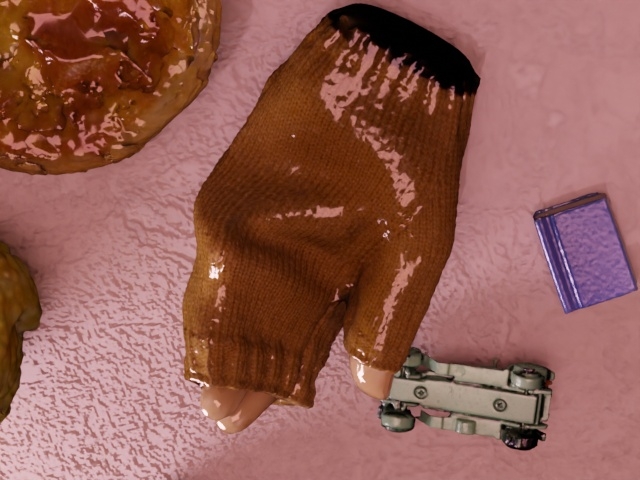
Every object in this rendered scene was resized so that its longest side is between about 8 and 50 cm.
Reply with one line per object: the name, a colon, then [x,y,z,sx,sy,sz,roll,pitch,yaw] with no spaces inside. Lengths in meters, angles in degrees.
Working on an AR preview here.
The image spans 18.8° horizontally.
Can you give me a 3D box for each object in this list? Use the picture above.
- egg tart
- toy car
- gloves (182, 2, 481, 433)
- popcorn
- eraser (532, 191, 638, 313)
egg tart: [-0.212,-0.190,1.513,0.290,0.115,0.290,0,115,1]
toy car: [0.119,0.127,1.594,0.143,0.054,0.073,7,104,9]
gloves: [0.002,-0.008,1.519,0.203,0.155,0.356,25,91,-8]
popcorn: [-0.329,0.080,1.579,0.212,0.198,0.198,1,108,41]
eraser: [0.214,0.009,1.565,0.063,0.027,0.084,-18,103,12]
